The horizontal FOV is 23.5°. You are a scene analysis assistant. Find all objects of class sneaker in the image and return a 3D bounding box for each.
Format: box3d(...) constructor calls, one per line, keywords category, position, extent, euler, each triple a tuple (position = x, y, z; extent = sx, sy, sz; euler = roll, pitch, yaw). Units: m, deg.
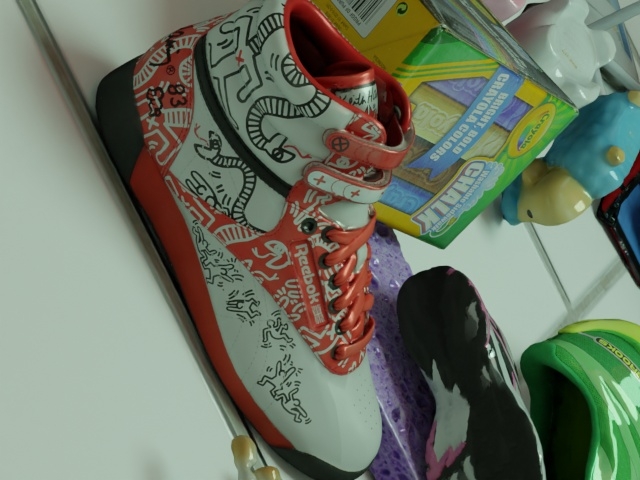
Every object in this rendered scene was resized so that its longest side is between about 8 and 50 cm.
box3d(category="sneaker", position=(0.165, 0.198, 0.983), extent=(0.123, 0.109, 0.295), euler=(2, 81, -34))
box3d(category="sneaker", position=(0.103, 0.105, 0.938), extent=(0.077, 0.072, 0.178), euler=(26, 53, -65))
box3d(category="sneaker", position=(-0.001, 0.000, 0.829), extent=(0.270, 0.145, 0.090), euler=(62, 29, -7))

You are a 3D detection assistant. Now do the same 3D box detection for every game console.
box3d(category="game console", position=(0.316, -0.049, 1.448), extent=(0.085, 0.124, 0.144), euler=(33, 34, -2))

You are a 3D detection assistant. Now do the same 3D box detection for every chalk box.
box3d(category="chalk box", position=(0.059, -0.092, 0.977), extent=(0.213, 0.132, 0.132), euler=(23, 26, -50))

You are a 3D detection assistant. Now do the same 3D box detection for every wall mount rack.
box3d(category="wall mount rack", position=(0.356, -0.251, 1.614), extent=(0.304, 0.130, 0.350), euler=(27, 48, -48))

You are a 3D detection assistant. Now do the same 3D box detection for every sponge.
box3d(category="sponge", position=(0.048, 0.086, 0.961), extent=(0.210, 0.031, 0.117), euler=(64, 29, -3))

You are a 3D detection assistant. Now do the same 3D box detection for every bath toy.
box3d(category="bath toy", position=(0.099, -0.169, 1.142), extent=(0.348, 0.129, 0.151), euler=(52, 51, -21))

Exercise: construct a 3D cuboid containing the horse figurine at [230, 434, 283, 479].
box3d(category="horse figurine", position=(0.021, 0.205, 0.795), extent=(0.263, 0.066, 0.174), euler=(25, 46, -48))
